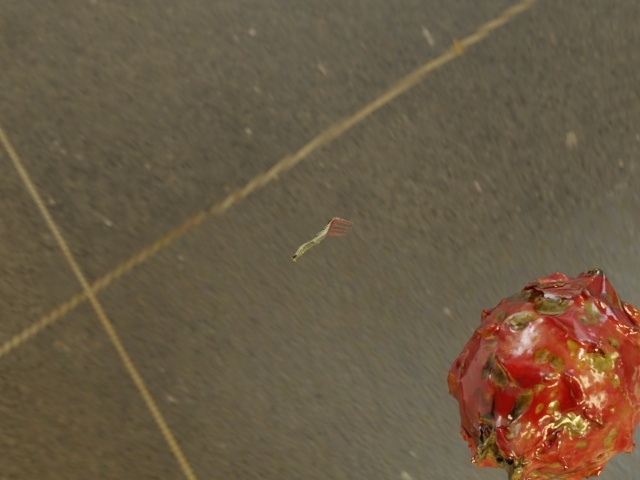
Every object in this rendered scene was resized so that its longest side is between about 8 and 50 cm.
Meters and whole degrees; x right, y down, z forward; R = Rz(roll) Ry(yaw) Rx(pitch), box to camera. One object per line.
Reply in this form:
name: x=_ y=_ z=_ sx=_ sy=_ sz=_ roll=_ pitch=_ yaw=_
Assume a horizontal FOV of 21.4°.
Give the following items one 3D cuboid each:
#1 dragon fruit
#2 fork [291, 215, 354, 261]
dragon fruit: x=0.229 y=0.154 z=1.720 sx=0.210 sy=0.268 sz=0.205 roll=-21 pitch=109 yaw=42
fork: x=-0.001 y=-0.001 z=1.117 sx=0.012 sy=0.115 sz=0.016 roll=28 pitch=108 yaw=12
